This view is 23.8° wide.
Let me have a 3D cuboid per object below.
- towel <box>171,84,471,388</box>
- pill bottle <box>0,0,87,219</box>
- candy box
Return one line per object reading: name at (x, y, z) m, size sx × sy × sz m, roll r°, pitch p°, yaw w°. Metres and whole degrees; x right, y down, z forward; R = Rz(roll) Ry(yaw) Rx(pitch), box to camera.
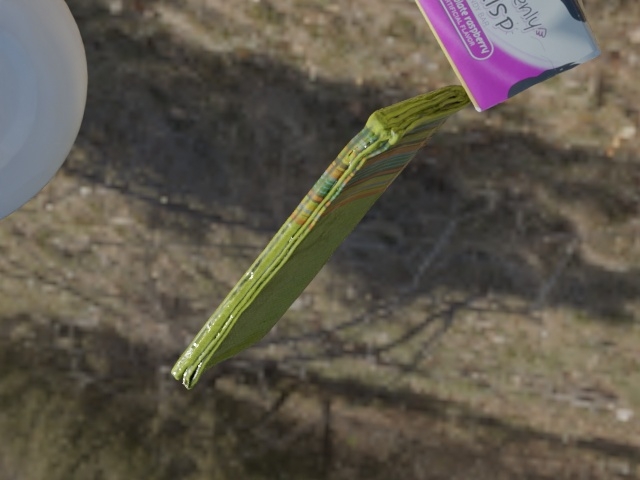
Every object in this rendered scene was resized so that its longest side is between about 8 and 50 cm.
towel at (0.000, 0.000, 0.908) m, size 0.021 × 0.237 × 0.102 m, roll 49°, pitch -145°, yaw 13°
pill bottle at (-0.285, -0.135, 0.970) m, size 0.181 × 0.181 × 0.323 m, roll 2°, pitch -159°, yaw -33°
candy box at (0.066, -0.195, 0.788) m, size 0.071 × 0.159 × 0.233 m, roll -25°, pitch -149°, yaw 14°
